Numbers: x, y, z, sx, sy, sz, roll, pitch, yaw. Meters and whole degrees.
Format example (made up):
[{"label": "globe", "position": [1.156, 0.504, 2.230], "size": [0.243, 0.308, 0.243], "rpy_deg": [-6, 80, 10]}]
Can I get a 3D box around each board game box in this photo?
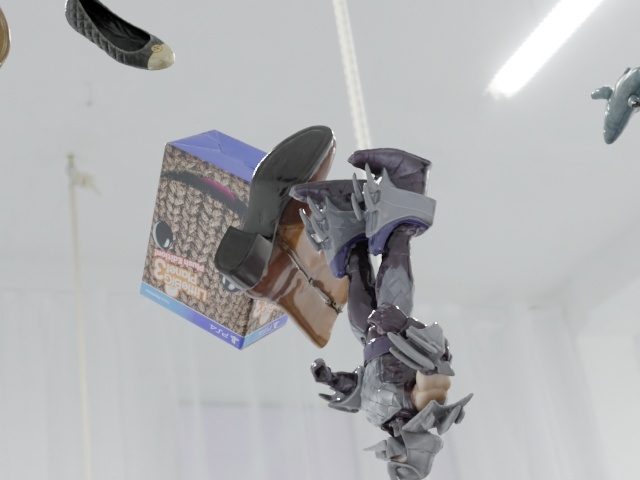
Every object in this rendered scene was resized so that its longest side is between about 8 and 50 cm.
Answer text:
[{"label": "board game box", "position": [-0.157, -0.006, 1.773], "size": [0.141, 0.232, 0.291], "rpy_deg": [-26, -45, -54]}]

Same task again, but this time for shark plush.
[{"label": "shark plush", "position": [0.443, -0.201, 1.451], "size": [0.073, 0.067, 0.161], "rpy_deg": [27, -37, -14]}]

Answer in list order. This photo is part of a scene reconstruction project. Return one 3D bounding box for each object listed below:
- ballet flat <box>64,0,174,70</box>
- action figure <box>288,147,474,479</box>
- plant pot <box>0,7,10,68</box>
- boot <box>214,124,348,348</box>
[{"label": "ballet flat", "position": [-0.265, -0.271, 1.363], "size": [0.173, 0.057, 0.049], "rpy_deg": [29, -36, 13]}, {"label": "action figure", "position": [0.050, 0.072, 0.874], "size": [0.099, 0.285, 0.185], "rpy_deg": [5, -26, -29]}, {"label": "plant pot", "position": [-0.470, -0.192, 1.142], "size": [0.254, 0.237, 0.237], "rpy_deg": [-23, -31, 29]}, {"label": "boot", "position": [0.000, 0.000, 1.541], "size": [0.096, 0.264, 0.280], "rpy_deg": [15, -16, 40]}]
